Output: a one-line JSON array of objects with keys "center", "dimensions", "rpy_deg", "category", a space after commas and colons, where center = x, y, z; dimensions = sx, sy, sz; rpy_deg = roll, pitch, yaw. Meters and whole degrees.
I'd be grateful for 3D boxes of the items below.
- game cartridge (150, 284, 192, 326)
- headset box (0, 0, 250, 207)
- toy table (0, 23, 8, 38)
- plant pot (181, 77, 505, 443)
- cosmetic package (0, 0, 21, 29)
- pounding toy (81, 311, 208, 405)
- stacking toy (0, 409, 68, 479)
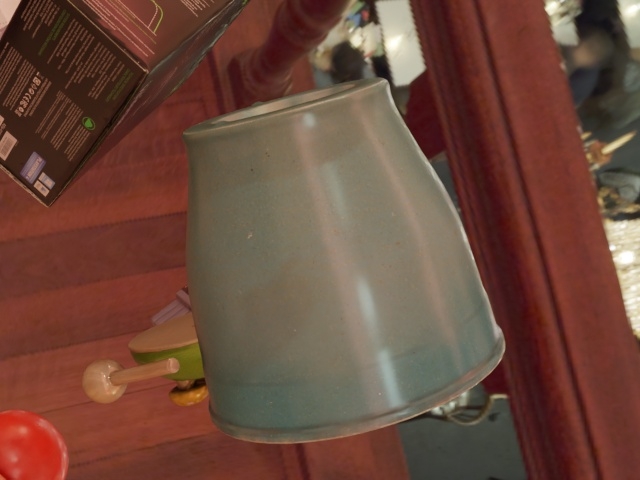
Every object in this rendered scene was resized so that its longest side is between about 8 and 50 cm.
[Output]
[{"center": [-0.092, 0.048, 1.489], "dimensions": [0.355, 0.230, 0.068], "rpy_deg": [-36, 110, -12], "category": "game cartridge"}, {"center": [-0.201, -0.209, 1.001], "dimensions": [0.131, 0.246, 0.283], "rpy_deg": [43, 44, -8], "category": "headset box"}, {"center": [-0.448, -0.256, 1.138], "dimensions": [0.274, 0.252, 0.161], "rpy_deg": [-41, 114, -12], "category": "toy table"}, {"center": [0.000, 0.000, 0.854], "dimensions": [0.272, 0.272, 0.255], "rpy_deg": [-19, 102, -20], "category": "plant pot"}, {"center": [-0.682, -0.391, 1.616], "dimensions": [0.377, 0.097, 0.284], "rpy_deg": [-15, 70, -9], "category": "cosmetic package"}, {"center": [-0.149, 0.159, 1.182], "dimensions": [0.237, 0.183, 0.110], "rpy_deg": [-26, 103, -51], "category": "pounding toy"}, {"center": [-0.297, 0.237, 0.710], "dimensions": [0.141, 0.141, 0.330], "rpy_deg": [43, 30, -7], "category": "stacking toy"}]
